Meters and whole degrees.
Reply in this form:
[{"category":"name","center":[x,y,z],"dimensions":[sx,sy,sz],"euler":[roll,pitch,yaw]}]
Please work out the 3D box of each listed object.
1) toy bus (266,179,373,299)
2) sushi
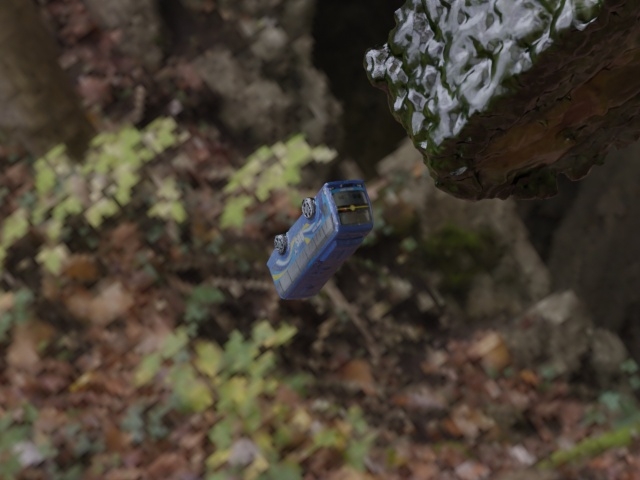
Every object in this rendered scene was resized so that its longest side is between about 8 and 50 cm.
[{"category":"toy bus","center":[0.000,0.000,1.612],"dimensions":[0.051,0.061,0.153],"euler":[-8,-24,-31]},{"category":"sushi","center":[0.242,-0.198,1.618],"dimensions":[0.352,0.294,0.178],"euler":[-45,57,37]}]
